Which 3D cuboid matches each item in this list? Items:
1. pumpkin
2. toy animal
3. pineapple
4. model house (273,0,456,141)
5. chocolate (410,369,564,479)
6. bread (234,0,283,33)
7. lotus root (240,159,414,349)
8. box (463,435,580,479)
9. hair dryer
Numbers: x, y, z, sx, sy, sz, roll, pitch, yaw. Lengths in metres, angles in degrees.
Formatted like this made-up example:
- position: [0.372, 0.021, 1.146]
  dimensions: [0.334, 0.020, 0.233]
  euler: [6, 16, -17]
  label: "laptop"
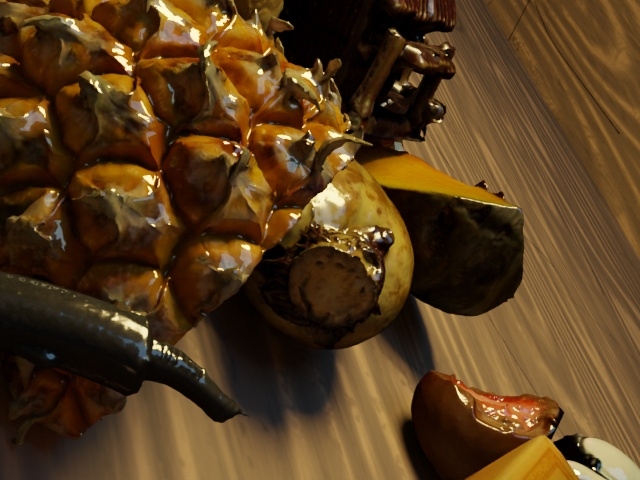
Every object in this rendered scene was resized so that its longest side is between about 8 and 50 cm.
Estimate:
- position: [0.079, -0.011, 1.072]
  dimensions: [0.148, 0.169, 0.312]
  euler: [-1, 24, -21]
  label: "pumpkin"
- position: [0.268, 0.287, 0.952]
  dimensions: [0.166, 0.138, 0.179]
  euler: [39, 16, 10]
  label: "toy animal"
- position: [-0.129, -0.098, 0.590]
  dimensions: [0.286, 0.209, 0.344]
  euler: [45, 39, -13]
  label: "pineapple"
- position: [0.077, -0.277, 1.103]
  dimensions: [0.297, 0.283, 0.317]
  euler: [27, 15, 33]
  label: "model house"
- position: [0.149, 0.175, 0.919]
  dimensions: [0.133, 0.127, 0.124]
  euler: [28, -23, 22]
  label: "chocolate"
- position: [-0.138, -0.294, 0.977]
  dimensions: [0.246, 0.176, 0.196]
  euler: [12, 48, -57]
  label: "bread"
- position: [0.000, 0.000, 0.862]
  dimensions: [0.169, 0.141, 0.314]
  euler: [50, 14, -14]
  label: "lotus root"
- position: [-0.022, 0.189, 0.370]
  dimensions: [0.076, 0.274, 0.174]
  euler: [57, 23, 13]
  label: "box"
- position: [-0.156, 0.062, 0.439]
  dimensions: [0.271, 0.091, 0.236]
  euler: [10, 48, -17]
  label: "hair dryer"
